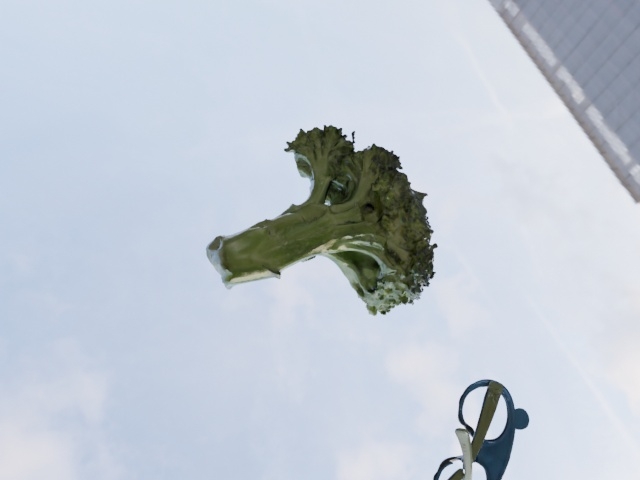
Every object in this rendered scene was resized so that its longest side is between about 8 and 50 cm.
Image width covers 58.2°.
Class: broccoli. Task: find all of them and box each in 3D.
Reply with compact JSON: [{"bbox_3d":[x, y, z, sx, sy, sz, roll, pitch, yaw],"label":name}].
[{"bbox_3d":[0.032,0.012,1.033,0.352,0.275,0.397,21,-139,18],"label":"broccoli"}]

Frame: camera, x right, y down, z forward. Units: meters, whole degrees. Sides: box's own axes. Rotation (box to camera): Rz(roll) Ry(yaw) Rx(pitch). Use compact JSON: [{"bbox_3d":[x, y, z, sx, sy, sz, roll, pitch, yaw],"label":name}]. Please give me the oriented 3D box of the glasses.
[{"bbox_3d":[0.221,0.332,0.909,0.102,0.239,0.206,17,175,45],"label":"glasses"}]
